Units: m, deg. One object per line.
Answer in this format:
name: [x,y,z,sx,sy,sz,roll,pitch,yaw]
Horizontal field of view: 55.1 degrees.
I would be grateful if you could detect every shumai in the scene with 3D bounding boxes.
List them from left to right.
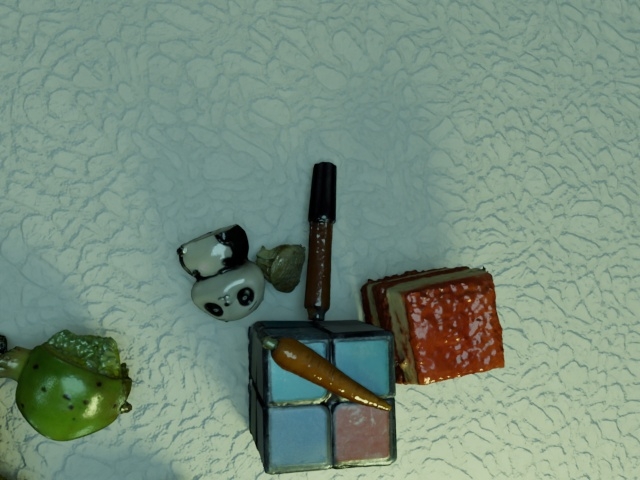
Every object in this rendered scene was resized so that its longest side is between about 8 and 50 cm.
shumai: [-0.111,0.059,1.604,0.116,0.145,0.146,23,82,29]

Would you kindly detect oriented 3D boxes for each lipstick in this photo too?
lipstick: [0.000,0.000,1.615,0.077,0.077,0.419,6,79,-12]

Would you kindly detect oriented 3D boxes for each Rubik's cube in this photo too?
Rubik's cube: [-0.006,0.362,1.505,0.318,0.313,0.316,-1,88,-12]

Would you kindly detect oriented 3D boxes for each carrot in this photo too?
carrot: [0.015,0.294,1.328,0.336,0.069,0.069,33,82,-14]

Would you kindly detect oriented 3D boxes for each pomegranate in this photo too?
pomegranate: [-0.597,0.323,1.406,0.340,0.260,0.261,14,85,-6]

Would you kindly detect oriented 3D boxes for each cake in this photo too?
cake: [0.280,0.215,1.571,0.269,0.319,0.270,-10,90,-14]

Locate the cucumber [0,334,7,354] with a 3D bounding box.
cucumber: [-0.855,0.226,1.448,0.245,0.067,0.067,19,84,-10]

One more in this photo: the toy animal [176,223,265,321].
toy animal: [-0.239,0.087,1.536,0.187,0.165,0.235,-19,92,9]

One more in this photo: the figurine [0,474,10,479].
figurine: [-0.788,0.540,1.417,0.168,0.187,0.315,-32,87,-33]
